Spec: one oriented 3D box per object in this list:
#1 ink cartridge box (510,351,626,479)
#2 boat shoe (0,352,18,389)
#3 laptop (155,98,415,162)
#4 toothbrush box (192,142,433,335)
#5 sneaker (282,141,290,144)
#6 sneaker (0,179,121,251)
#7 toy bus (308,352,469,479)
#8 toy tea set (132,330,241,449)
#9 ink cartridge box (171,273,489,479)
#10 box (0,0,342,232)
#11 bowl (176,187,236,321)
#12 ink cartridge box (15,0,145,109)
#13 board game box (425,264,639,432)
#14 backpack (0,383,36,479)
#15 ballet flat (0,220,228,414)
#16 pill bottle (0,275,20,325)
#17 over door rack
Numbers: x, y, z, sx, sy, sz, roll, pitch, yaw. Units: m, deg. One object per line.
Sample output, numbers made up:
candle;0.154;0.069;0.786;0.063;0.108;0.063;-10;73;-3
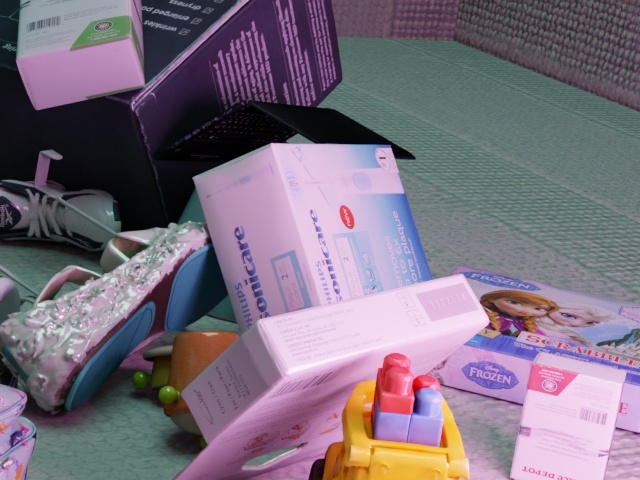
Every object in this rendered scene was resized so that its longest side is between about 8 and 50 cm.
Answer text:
ink cartridge box;0.267;0.199;1.677;0.099;0.135;0.056;13;14;14
boat shoe;-0.383;0.147;1.646;0.080;0.076;0.228;12;17;13
laptop;-0.047;-0.117;2.164;0.264;0.137;0.234;-29;-14;28
toothbrush box;0.000;0.000;1.901;0.126;0.216;0.295;-22;-9;30
sneaker;-0.032;-0.051;2.421;0.384;0.145;0.147;21;47;35
sneaker;-0.399;-0.034;2.204;0.153;0.094;0.235;-9;23;-40
toy bus;0.068;0.201;1.455;0.149;0.211;0.220;5;15;-3
toy tea set;-0.037;0.175;1.725;0.336;0.124;0.200;1;-12;-10
ink cartridge box;-0.013;0.146;1.536;0.296;0.261;0.066;-10;63;-46
box;-0.298;-0.284;2.420;0.480;0.297;0.472;18;48;30
bowl;-0.069;-0.008;2.155;0.311;0.163;0.311;6;17;-2
ink cartridge box;-0.329;-0.294;2.150;0.160;0.093;0.219;-11;41;3
board game box;0.289;0.131;2.026;0.318;0.066;0.318;13;17;15
backpack;-0.356;0.195;1.396;0.165;0.144;0.188;16;21;8
ballet flat;-0.225;0.054;1.800;0.147;0.147;0.409;16;28;23
pill bottle;-0.451;0.075;1.803;0.184;0.103;0.103;12;17;12
over door rack;-0.345;0.024;1.966;0.324;0.108;0.239;42;31;25
